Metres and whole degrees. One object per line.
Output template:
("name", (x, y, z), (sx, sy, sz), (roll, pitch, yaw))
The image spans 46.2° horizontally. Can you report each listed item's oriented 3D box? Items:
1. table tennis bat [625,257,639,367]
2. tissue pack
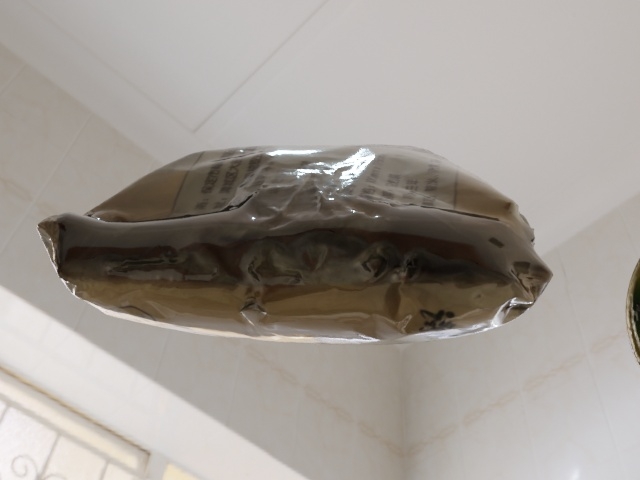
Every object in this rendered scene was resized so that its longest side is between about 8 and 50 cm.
("table tennis bat", (0.388, 0.114, 0.730), (0.050, 0.321, 0.198), (16, -24, -24))
("tissue pack", (0.000, 0.000, 0.706), (0.390, 0.375, 0.195), (3, -86, 11))
